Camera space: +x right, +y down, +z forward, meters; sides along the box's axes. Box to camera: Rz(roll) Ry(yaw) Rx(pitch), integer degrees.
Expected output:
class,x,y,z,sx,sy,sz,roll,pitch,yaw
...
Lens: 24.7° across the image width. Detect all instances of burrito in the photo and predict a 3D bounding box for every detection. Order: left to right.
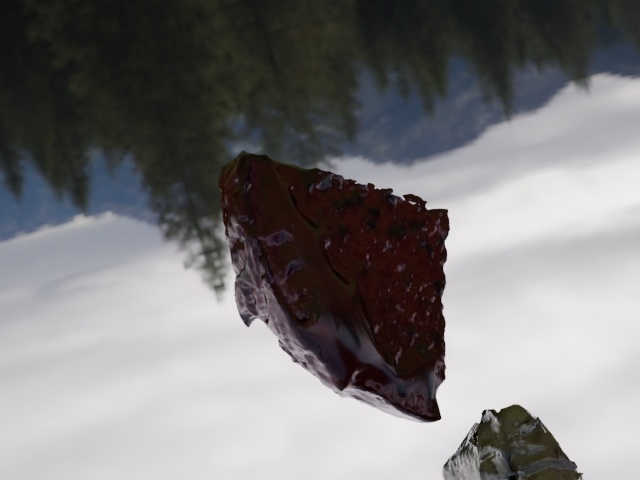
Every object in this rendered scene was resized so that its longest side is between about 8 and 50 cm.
class,x,y,z,sx,sy,sz,roll,pitch,yaw
burrito,0.187,0.254,1.433,0.107,0.175,0.347,-9,162,-5

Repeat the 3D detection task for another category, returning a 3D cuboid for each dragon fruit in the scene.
class,x,y,z,sx,sy,sz,roll,pitch,yaw
dragon fruit,0.000,0.000,1.553,0.240,0.330,0.302,-51,-140,-8
